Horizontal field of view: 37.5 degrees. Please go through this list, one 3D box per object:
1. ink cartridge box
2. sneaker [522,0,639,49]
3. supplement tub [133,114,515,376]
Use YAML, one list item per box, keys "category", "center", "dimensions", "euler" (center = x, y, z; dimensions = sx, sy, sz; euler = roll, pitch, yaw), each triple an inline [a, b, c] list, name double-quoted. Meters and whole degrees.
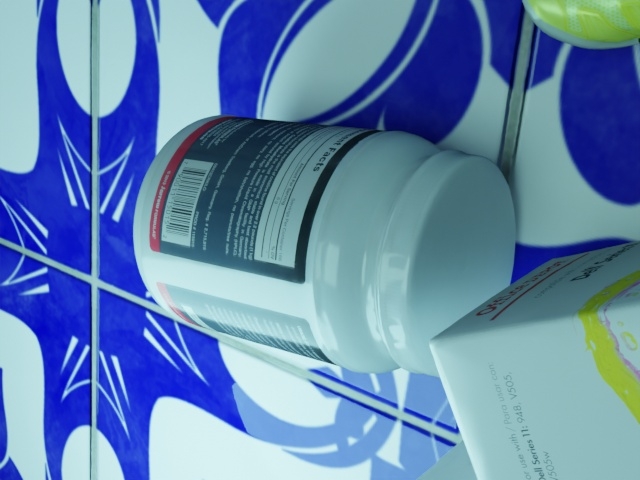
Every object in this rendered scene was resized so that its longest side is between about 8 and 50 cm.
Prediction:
- category: "ink cartridge box"
  center: [0.219, 0.069, 0.612]
  dimensions: [0.353, 0.207, 0.119]
  euler: [-17, 93, 39]
- category: "sneaker"
  center: [0.274, -0.210, 0.529]
  dimensions: [0.385, 0.147, 0.145]
  euler: [-16, 95, 41]
- category: "supplement tub"
  center: [0.000, 0.000, 0.774]
  dimensions: [0.272, 0.191, 0.191]
  euler: [11, 109, 35]
